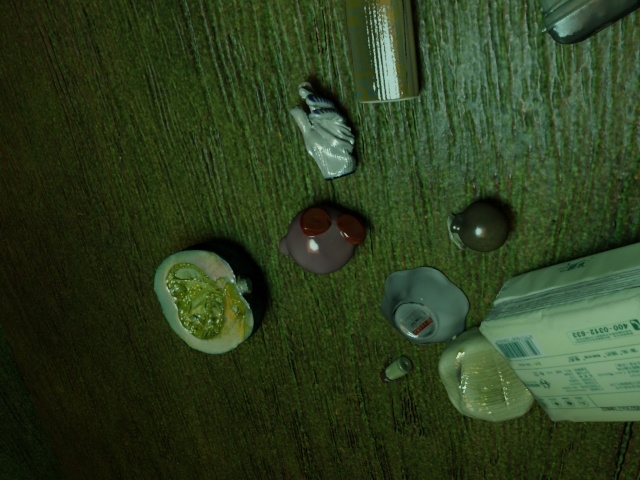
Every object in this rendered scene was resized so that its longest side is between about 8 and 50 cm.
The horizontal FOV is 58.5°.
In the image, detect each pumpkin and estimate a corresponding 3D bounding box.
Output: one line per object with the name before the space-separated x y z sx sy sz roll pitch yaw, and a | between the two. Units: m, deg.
pumpkin | -0.272 0.137 1.556 0.263 0.197 0.292 -18 99 21

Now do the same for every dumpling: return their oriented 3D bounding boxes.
dumpling | 0.299 -0.015 1.244 0.043 0.059 0.077 8 116 37

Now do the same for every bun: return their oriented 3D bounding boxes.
bun | 0.384 0.306 1.325 0.230 0.145 0.229 0 94 1

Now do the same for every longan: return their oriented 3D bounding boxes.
longan | 0.332 -0.030 1.190 0.119 0.106 0.106 8 120 9

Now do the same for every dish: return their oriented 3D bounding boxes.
dish | 0.237 0.176 1.366 0.229 0.081 0.229 12 120 22

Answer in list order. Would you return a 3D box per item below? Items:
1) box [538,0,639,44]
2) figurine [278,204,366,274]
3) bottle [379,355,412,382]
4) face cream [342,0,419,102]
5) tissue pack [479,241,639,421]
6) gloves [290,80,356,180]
box | 0.414 -0.391 0.889 0.148 0.210 0.129 -28 93 35
figurine | 0.000 0.000 1.350 0.173 0.173 0.173 13 121 23
bottle | 0.193 0.342 1.504 0.101 0.047 0.063 -46 53 42
face cream | 0.115 -0.419 1.122 0.139 0.067 0.285 3 117 27
tissue pack | 0.542 0.185 1.070 0.297 0.207 0.380 52 147 -8
gloves | 0.007 -0.241 1.260 0.119 0.097 0.229 -14 113 29
